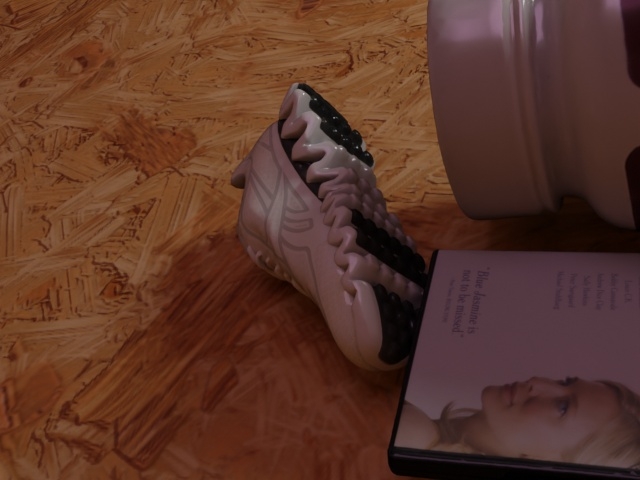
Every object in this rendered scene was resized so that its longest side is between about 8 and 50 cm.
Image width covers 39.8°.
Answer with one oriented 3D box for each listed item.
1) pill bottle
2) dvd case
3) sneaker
[{"bbox_3d":[0.283,-0.124,0.583,0.392,0.224,0.224,-5,39,21],"label":"pill bottle"},{"bbox_3d":[0.179,0.073,0.532,0.252,0.022,0.180,1,41,18],"label":"dvd case"},{"bbox_3d":[0.000,0.000,0.689,0.118,0.110,0.292,-39,38,17],"label":"sneaker"}]
